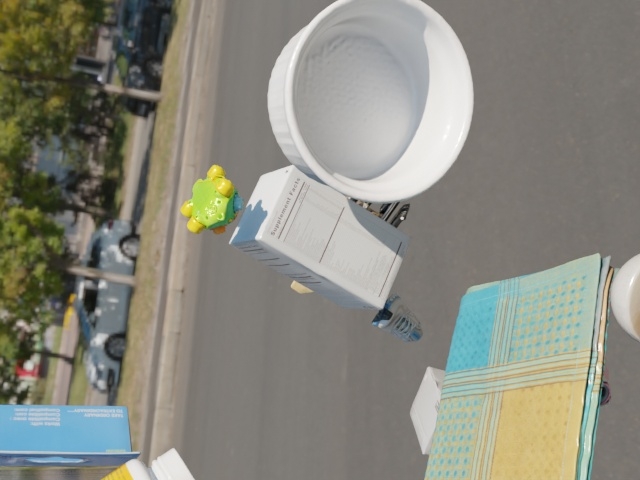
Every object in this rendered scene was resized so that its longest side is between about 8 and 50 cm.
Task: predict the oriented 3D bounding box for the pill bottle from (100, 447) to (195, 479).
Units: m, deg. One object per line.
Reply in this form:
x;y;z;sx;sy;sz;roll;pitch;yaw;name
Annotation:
-0.244;0.343;0.944;0.117;0.215;0.117;50;162;23;pill bottle

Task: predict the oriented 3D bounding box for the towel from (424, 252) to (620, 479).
0.239;0.213;0.996;0.271;0.040;0.370;-23;47;56;towel

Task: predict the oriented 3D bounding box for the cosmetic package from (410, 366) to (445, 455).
0.274;0.295;1.269;0.127;0.237;0.107;-96;20;-72;cosmetic package

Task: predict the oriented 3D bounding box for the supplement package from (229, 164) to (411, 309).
0.000;0.000;1.303;0.134;0.244;0.139;-8;54;62;supplement package

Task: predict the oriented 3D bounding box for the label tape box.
-0.454;0.334;1.320;0.348;0.249;0.115;134;136;-55;label tape box

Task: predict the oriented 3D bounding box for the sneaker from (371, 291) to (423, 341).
0.149;0.148;1.445;0.071;0.083;0.190;-52;-16;3;sneaker

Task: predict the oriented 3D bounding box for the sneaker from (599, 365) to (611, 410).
0.398;0.212;1.145;0.070;0.134;0.051;-13;94;49;sneaker

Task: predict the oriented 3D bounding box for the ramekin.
0.060;-0.193;1.105;0.135;0.277;0.277;-166;85;-67;ramekin

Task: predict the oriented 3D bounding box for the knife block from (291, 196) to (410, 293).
0.053;-0.033;1.617;0.088;0.275;0.242;-56;-47;-67;knife block

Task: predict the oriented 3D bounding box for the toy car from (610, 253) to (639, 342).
0.325;0.053;0.586;0.136;0.182;0.159;60;163;-21;toy car

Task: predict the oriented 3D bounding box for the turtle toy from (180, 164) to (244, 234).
-0.159;-0.059;1.201;0.095;0.066;0.130;-51;34;11;turtle toy
